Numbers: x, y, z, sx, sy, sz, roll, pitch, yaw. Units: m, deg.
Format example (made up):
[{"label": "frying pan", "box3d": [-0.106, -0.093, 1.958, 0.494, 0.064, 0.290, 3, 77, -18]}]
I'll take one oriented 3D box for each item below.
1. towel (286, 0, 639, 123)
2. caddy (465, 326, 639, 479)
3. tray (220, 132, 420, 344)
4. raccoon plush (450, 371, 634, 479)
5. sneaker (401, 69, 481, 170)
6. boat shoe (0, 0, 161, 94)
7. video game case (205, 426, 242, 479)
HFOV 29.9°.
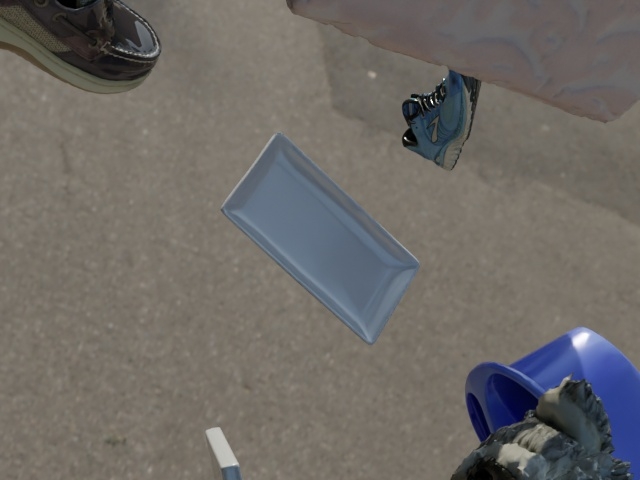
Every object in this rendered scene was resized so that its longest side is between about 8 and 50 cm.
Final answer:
[{"label": "towel", "box3d": [0.180, -0.248, 0.840, 0.331, 0.317, 0.053, 13, 33, -33]}, {"label": "caddy", "box3d": [0.319, 0.279, 1.488, 0.179, 0.241, 0.341, -32, 78, -23]}, {"label": "tray", "box3d": [0.000, 0.000, 1.547, 0.270, 0.030, 0.145, 43, 62, -16]}, {"label": "raccoon plush", "box3d": [0.266, 0.309, 0.893, 0.446, 0.216, 0.299, 31, 44, -16]}, {"label": "sneaker", "box3d": [0.119, -0.129, 1.223, 0.073, 0.162, 0.063, 16, 59, 0]}, {"label": "boat shoe", "box3d": [-0.215, -0.200, 0.986, 0.285, 0.092, 0.103, 18, 42, -57]}, {"label": "video game case", "box3d": [-0.088, 0.300, 1.269, 0.022, 0.173, 0.190, -12, 4, -10]}]
